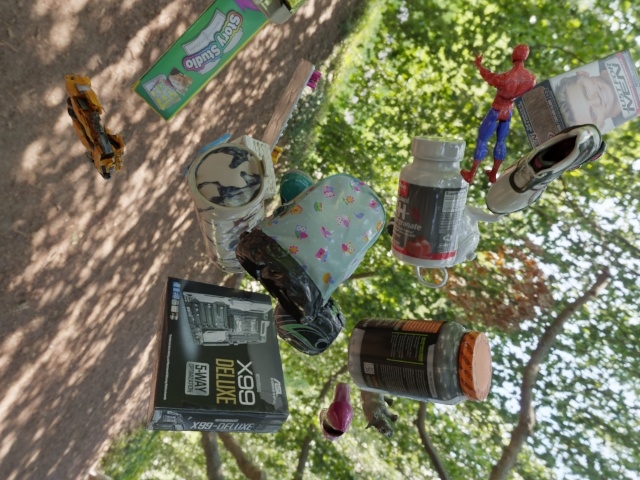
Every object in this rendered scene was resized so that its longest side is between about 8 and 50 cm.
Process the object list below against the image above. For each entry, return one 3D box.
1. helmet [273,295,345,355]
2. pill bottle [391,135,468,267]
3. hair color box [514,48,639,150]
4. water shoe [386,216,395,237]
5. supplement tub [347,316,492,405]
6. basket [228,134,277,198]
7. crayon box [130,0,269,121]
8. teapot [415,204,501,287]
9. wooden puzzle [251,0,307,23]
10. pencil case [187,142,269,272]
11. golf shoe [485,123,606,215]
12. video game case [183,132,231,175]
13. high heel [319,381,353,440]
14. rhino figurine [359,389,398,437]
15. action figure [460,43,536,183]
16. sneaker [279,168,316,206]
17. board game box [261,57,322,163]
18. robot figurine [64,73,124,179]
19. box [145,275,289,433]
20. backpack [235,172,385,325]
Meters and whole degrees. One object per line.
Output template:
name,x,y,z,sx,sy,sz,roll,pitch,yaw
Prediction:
helmet,-0.036,0.196,1.060,0.169,0.161,0.169,-49,-170,11
pill bottle,0.288,-0.104,1.081,0.176,0.176,0.319,-59,154,-68
hair color box,0.652,-0.339,1.022,0.346,0.174,0.105,-26,-175,-24
water shoe,0.351,-0.012,1.749,0.072,0.203,0.080,-12,-148,37
supplement tub,0.145,0.176,0.614,0.190,0.117,0.117,-4,-138,38
basket,-0.200,-0.196,1.172,0.113,0.168,0.103,-16,171,36
crayon box,-0.249,-0.459,0.959,0.362,0.106,0.313,-41,-155,9
teapot,0.437,0.003,1.386,0.252,0.187,0.256,-31,152,-24
wooden puzzle,0.007,-0.375,0.547,0.220,0.044,0.239,-37,-165,13
pencil case,-0.203,-0.059,1.001,0.183,0.160,0.410,-20,160,-15
golf shoe,0.457,-0.153,0.892,0.120,0.105,0.273,-6,151,-42
video game case,-0.352,-0.264,1.275,0.166,0.015,0.119,-26,-164,50
high heel,0.038,0.463,1.011,0.117,0.082,0.244,-79,-176,-52
rhino figurine,0.165,0.503,1.208,0.073,0.106,0.243,-55,-178,5
action figure,0.352,-0.270,0.847,0.281,0.091,0.139,93,-5,-47
sneaker,-0.050,-0.027,1.040,0.121,0.107,0.303,-68,156,-47
board game box,-0.129,-0.535,1.683,0.390,0.050,0.390,-59,-159,19
robot figurine,-0.663,-0.328,1.215,0.085,0.291,0.211,-25,169,-35
box,-0.205,0.224,0.834,0.077,0.242,0.308,-60,-151,30
backpack,0.000,0.000,0.540,0.182,0.152,0.115,-43,-175,-25
